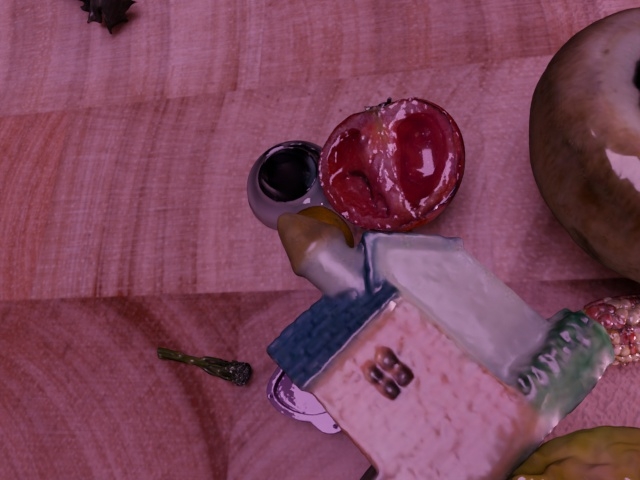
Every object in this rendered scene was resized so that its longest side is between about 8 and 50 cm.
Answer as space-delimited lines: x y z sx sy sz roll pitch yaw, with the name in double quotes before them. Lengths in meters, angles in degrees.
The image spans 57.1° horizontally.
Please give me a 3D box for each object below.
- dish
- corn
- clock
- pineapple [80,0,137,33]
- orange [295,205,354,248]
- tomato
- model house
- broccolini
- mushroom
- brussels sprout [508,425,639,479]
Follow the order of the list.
"dish" -0.045 -0.091 0.812 0.141 0.078 0.141 -5 67 11
"corn" 0.402 0.084 0.636 0.237 0.079 0.079 -11 67 9
"clock" 0.016 0.156 0.714 0.110 0.050 0.152 30 79 22
"pineapple" -0.419 -0.477 1.037 0.128 0.128 0.248 -38 70 -3
"orange" 0.000 0.000 0.760 0.095 0.085 0.085 32 79 28
"tomato" 0.102 -0.090 0.768 0.190 0.099 0.173 -12 74 27
"model house" 0.073 0.094 0.614 0.267 0.194 0.325 -43 78 -8
"broccolini" -0.155 0.158 0.764 0.140 0.035 0.030 10 68 19
"mushroom" 0.393 -0.107 0.607 0.353 0.260 0.351 -6 60 10
"brussels sprout" 0.264 0.316 0.458 0.344 0.268 0.343 0 90 37
